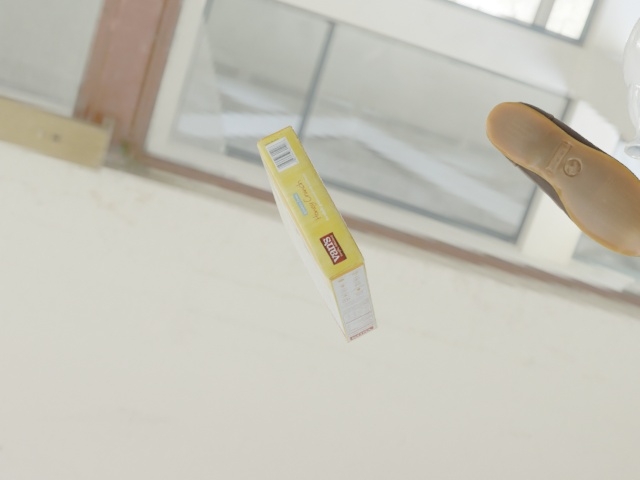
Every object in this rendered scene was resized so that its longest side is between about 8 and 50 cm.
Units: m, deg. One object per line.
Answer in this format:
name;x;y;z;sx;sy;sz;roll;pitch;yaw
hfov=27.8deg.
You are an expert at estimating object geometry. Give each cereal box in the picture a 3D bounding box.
cereal box;0.000;0.000;1.400;0.173;0.047;0.240;61;176;19

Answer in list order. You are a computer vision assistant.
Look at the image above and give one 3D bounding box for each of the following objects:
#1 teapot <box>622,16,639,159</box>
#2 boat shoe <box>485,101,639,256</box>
teapot;0.548;-0.224;1.745;0.252;0.256;0.187;11;-144;-26
boat shoe;0.249;-0.061;1.240;0.207;0.073;0.073;47;-167;21
